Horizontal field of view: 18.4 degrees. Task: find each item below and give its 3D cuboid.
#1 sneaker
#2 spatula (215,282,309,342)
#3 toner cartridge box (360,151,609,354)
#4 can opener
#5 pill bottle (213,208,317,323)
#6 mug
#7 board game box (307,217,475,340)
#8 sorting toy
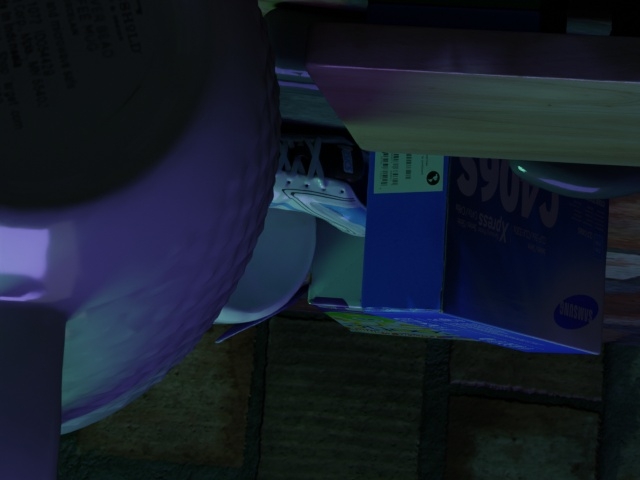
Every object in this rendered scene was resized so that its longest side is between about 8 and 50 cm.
[{"bbox_3d":[-0.021,-0.063,1.679,0.237,0.085,0.086,13,144,-31],"label":"sneaker"},{"bbox_3d":[-0.033,0.017,1.897,0.084,0.030,0.296,-26,-159,23],"label":"spatula"},{"bbox_3d":[0.148,0.000,1.677,0.075,0.165,0.348,1,173,29],"label":"toner cartridge box"},{"bbox_3d":[0.094,-0.085,1.284,0.283,0.095,0.076,6,172,-10],"label":"can opener"},{"bbox_3d":[-0.150,-0.004,1.835,0.169,0.169,0.301,9,172,-34],"label":"pill bottle"},{"bbox_3d":[-0.152,-0.007,0.967,0.276,0.374,0.328,1,167,-11],"label":"mug"},{"bbox_3d":[0.083,0.012,1.911,0.144,0.142,0.275,4,173,10],"label":"board game box"},{"bbox_3d":[0.138,-0.107,1.103,0.257,0.089,0.255,3,173,8],"label":"sorting toy"}]
